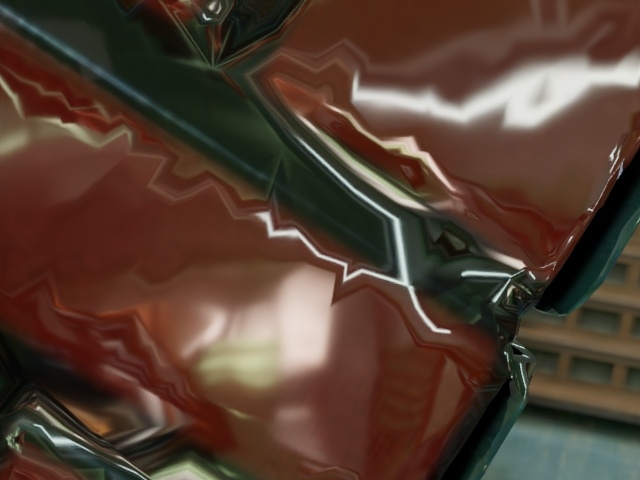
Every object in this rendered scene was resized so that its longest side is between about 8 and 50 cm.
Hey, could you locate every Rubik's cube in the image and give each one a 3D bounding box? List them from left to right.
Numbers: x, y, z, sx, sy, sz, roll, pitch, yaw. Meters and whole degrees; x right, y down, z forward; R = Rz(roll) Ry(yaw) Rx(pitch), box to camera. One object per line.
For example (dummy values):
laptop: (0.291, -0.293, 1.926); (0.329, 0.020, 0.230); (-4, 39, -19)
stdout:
Rubik's cube: (-0.105, -0.022, 0.424); (0.293, 0.283, 0.288); (36, -7, -10)
